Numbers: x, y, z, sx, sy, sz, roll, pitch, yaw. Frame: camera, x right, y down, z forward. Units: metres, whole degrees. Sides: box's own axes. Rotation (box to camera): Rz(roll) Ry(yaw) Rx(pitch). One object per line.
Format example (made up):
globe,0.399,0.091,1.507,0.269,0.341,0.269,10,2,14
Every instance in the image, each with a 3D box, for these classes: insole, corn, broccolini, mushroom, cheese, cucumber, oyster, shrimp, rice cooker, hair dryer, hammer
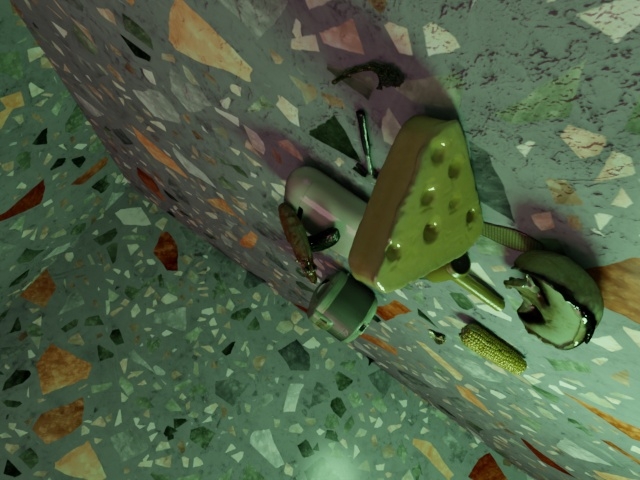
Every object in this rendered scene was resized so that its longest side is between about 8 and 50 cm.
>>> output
insole,0.438,-0.021,1.101,0.253,0.005,0.086,25,156,30
corn,0.632,0.399,1.581,0.260,0.091,0.091,35,-165,5
broccolini,0.093,-0.354,0.918,0.194,0.054,0.052,26,128,45
mushroom,0.574,0.136,1.066,0.247,0.130,0.344,38,167,51
cheese,0.226,-0.094,0.946,0.104,0.384,0.384,28,159,44
cucumber,0.002,0.002,1.383,0.067,0.067,0.245,43,159,-15
oyster,0.526,0.424,1.917,0.083,0.038,0.080,57,156,21
shrimp,-0.075,0.013,1.407,0.154,0.062,0.294,113,139,-67
rice cooker,0.091,0.304,1.995,0.277,0.288,0.288,36,160,-3
hair dryer,0.456,0.127,1.307,0.279,0.090,0.135,34,159,-9
hammer,0.117,-0.241,1.126,0.103,0.029,0.246,24,155,30

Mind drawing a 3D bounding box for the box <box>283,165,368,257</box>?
box,0.032,-0.086,1.438,0.349,0.141,0.288,35,161,5
